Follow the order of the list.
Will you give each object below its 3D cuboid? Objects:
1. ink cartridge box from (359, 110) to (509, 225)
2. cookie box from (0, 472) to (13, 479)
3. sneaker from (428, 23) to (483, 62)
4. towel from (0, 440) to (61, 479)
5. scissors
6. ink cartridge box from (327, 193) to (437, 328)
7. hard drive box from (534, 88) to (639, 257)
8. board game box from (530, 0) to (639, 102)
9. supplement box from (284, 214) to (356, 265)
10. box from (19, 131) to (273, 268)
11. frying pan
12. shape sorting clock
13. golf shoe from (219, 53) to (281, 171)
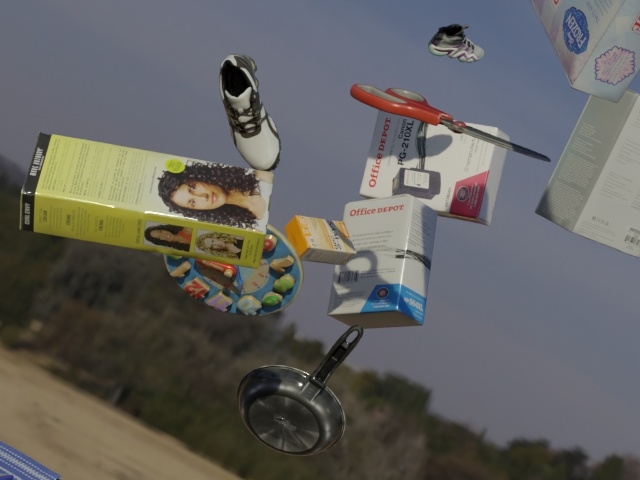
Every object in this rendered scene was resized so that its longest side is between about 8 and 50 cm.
[{"bbox_3d":[0.209,-0.137,2.604,0.237,0.172,0.100,12,-3,23],"label":"ink cartridge box"},{"bbox_3d":[-0.491,0.390,2.081,0.040,0.092,0.107,9,-7,3],"label":"cookie box"},{"bbox_3d":[0.229,-0.323,2.273,0.098,0.038,0.069,3,-37,-22],"label":"sneaker"},{"bbox_3d":[-0.611,0.404,2.304,0.243,0.040,0.336,25,21,19],"label":"towel"},{"bbox_3d":[0.156,-0.148,1.805,0.109,0.021,0.297,1,22,-40],"label":"scissors"},{"bbox_3d":[0.105,0.037,2.355,0.148,0.203,0.086,-6,-25,39],"label":"ink cartridge box"},{"bbox_3d":[0.466,-0.110,2.200,0.181,0.232,0.089,19,11,-40],"label":"hard drive box"},{"bbox_3d":[0.341,-0.367,1.560,0.066,0.318,0.319,17,34,-20],"label":"board game box"},{"bbox_3d":[0.000,0.000,2.156,0.098,0.036,0.062,7,50,-40],"label":"supplement box"},{"bbox_3d":[-0.165,-0.038,1.356,0.232,0.087,0.058,8,-43,-5],"label":"box"},{"bbox_3d":[-0.007,0.273,2.366,0.326,0.053,0.197,-25,-68,36],"label":"frying pan"},{"bbox_3d":[-0.125,0.036,2.010,0.206,0.040,0.206,11,-42,10],"label":"shape sorting clock"},{"bbox_3d":[-0.122,-0.201,2.254,0.094,0.077,0.198,-17,88,-79],"label":"golf shoe"}]
